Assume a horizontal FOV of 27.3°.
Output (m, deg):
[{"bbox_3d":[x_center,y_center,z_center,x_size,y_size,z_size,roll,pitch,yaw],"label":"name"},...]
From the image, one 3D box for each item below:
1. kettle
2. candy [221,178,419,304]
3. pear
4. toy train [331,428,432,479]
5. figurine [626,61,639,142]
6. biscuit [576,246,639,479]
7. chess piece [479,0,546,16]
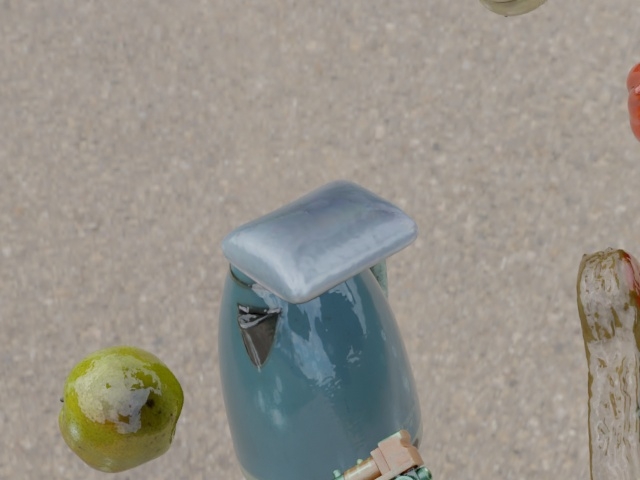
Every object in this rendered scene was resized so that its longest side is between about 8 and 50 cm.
[{"bbox_3d":[0.000,0.103,1.662,0.247,0.342,0.319,7,36,27],"label":"kettle"},{"bbox_3d":[0.000,0.000,1.381,0.174,0.071,0.138,-28,40,-29],"label":"candy"},{"bbox_3d":[-0.214,0.184,1.438,0.141,0.104,0.141,5,78,-23],"label":"pear"},{"bbox_3d":[0.052,0.227,1.226,0.103,0.044,0.064,-34,73,15],"label":"toy train"},{"bbox_3d":[0.457,-0.155,1.460,0.181,0.257,0.208,2,70,-48],"label":"figurine"},{"bbox_3d":[0.328,0.244,1.271,0.076,0.368,0.394,-10,50,25],"label":"biscuit"},{"bbox_3d":[0.214,-0.409,1.713,0.142,0.261,0.143,-11,67,29],"label":"chess piece"}]
